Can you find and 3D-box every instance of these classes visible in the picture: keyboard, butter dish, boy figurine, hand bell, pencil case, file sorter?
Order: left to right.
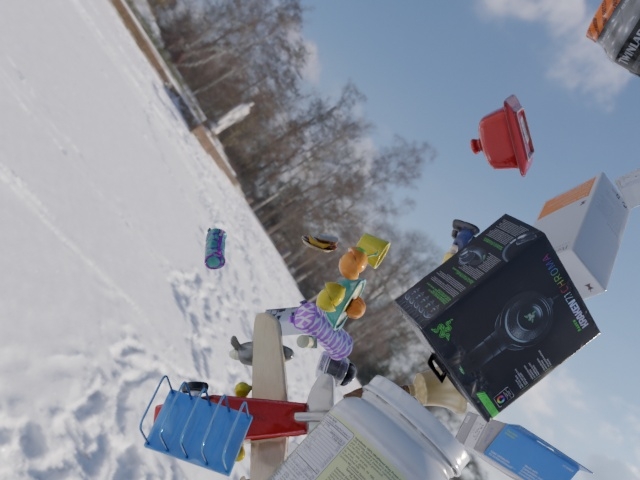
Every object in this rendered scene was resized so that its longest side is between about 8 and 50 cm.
[{"bbox_3d":[-0.226,0.330,1.262,0.170,0.118,0.104,16,-34,10],"label":"file sorter"},{"bbox_3d":[-0.318,0.023,2.111,0.064,0.070,0.152,25,28,-22],"label":"pencil case"},{"bbox_3d":[0.004,0.246,1.860,0.206,0.088,0.086,45,29,-38],"label":"pencil case"},{"bbox_3d":[0.166,0.311,1.421,0.126,0.242,0.126,174,-90,-78],"label":"hand bell"},{"bbox_3d":[0.347,0.089,1.890,0.092,0.285,0.177,22,-24,20],"label":"boy figurine"},{"bbox_3d":[0.371,-0.210,1.450,0.160,0.118,0.160,-36,111,-60],"label":"butter dish"},{"bbox_3d":[0.721,-0.147,1.375,0.072,0.256,0.014,57,21,-16],"label":"keyboard"}]

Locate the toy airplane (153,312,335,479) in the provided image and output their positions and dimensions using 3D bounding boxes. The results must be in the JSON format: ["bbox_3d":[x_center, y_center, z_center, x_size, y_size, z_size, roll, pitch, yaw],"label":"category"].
[{"bbox_3d":[-0.136,0.416,1.612,0.384,0.386,0.272,43,-20,8],"label":"toy airplane"}]

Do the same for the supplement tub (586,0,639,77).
[{"bbox_3d":[0.676,-0.376,1.293,0.316,0.194,0.193,34,-12,16],"label":"supplement tub"}]

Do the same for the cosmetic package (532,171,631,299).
[{"bbox_3d":[0.752,0.004,2.082,0.161,0.453,0.230,50,-46,-9],"label":"cosmetic package"}]

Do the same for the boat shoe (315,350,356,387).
[{"bbox_3d":[0.054,0.388,2.060,0.102,0.108,0.301,18,-14,10],"label":"boat shoe"}]

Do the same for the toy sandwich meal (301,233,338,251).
[{"bbox_3d":[0.000,0.000,1.555,0.085,0.029,0.085,19,16,-6],"label":"toy sandwich meal"}]

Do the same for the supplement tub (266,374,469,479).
[{"bbox_3d":[0.053,0.398,1.087,0.235,0.325,0.235,42,-14,13],"label":"supplement tub"}]

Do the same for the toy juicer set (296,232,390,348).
[{"bbox_3d":[0.047,0.147,1.530,0.089,0.329,0.209,31,17,12],"label":"toy juicer set"}]

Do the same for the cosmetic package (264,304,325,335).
[{"bbox_3d":[-0.070,0.265,2.319,0.099,0.239,0.061,-84,167,-65],"label":"cosmetic package"}]

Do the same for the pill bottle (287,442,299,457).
[{"bbox_3d":[0.022,0.659,1.858,0.323,0.181,0.181,36,6,-31],"label":"pill bottle"}]

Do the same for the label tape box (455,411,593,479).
[{"bbox_3d":[0.540,0.590,1.902,0.240,0.106,0.333,33,-12,-4],"label":"label tape box"}]

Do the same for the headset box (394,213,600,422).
[{"bbox_3d":[0.305,0.142,1.238,0.246,0.283,0.131,54,-3,-22],"label":"headset box"}]
